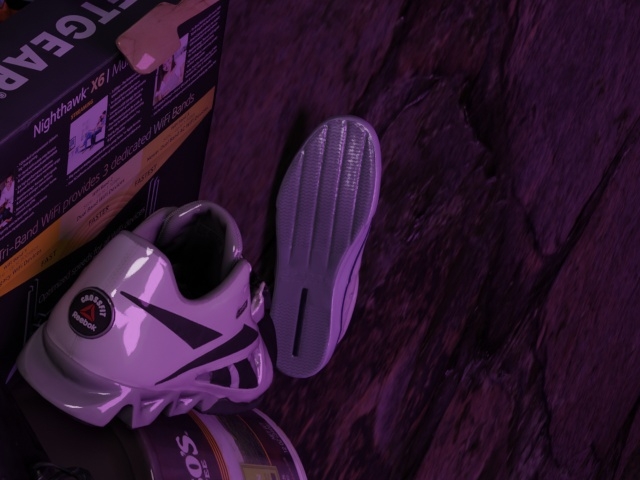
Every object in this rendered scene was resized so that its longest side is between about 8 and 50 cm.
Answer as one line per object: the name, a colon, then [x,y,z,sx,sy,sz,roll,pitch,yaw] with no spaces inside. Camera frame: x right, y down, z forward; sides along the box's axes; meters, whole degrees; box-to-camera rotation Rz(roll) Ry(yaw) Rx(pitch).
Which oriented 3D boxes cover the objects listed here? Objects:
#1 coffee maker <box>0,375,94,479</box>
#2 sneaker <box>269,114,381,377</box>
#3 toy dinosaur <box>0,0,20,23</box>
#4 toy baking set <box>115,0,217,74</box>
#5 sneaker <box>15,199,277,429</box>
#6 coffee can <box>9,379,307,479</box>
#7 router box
coffee maker: [-0.240,0.086,1.090,0.120,0.171,0.178,-72,144,-59]
sneaker: [0.000,0.000,1.721,0.091,0.094,0.258,-53,159,-73]
toy dinosaur: [-0.213,-0.153,1.172,0.082,0.090,0.047,-123,-128,-63]
toy baking set: [-0.104,-0.234,1.206,0.196,0.030,0.256,-7,85,-44]
sneaker: [-0.085,0.043,1.309,0.146,0.122,0.330,-59,168,11]
coffee can: [-0.151,0.207,1.386,0.275,0.201,0.202,20,88,-66]
router box: [-0.184,-0.045,1.239,0.309,0.081,0.243,-46,156,-46]
